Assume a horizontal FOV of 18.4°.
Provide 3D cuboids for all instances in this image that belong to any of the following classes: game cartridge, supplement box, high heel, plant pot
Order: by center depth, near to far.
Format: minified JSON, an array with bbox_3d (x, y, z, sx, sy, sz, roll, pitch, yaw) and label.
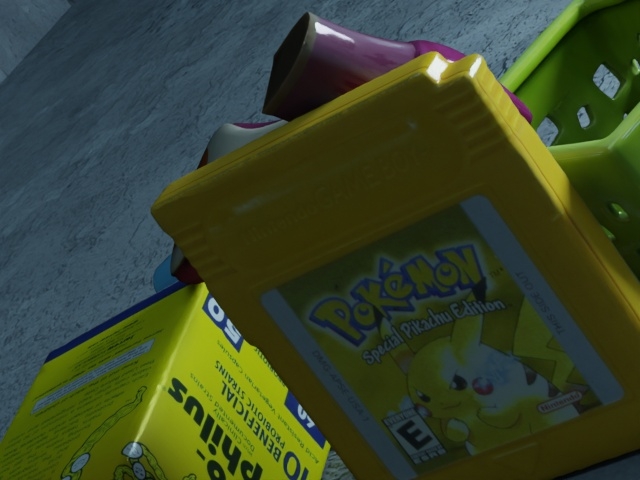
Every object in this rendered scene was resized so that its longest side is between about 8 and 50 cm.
[{"bbox_3d":[0.075,0.044,1.412,0.285,0.324,0.053,-25,22,34],"label":"game cartridge"},{"bbox_3d":[0.258,-0.055,1.485,0.227,0.207,0.228,-47,21,-25],"label":"plant pot"},{"bbox_3d":[0.006,-0.036,1.527,0.377,0.181,0.127,134,153,-60],"label":"high heel"},{"bbox_3d":[-0.145,0.220,1.605,0.195,0.194,0.356,-29,22,27],"label":"supplement box"}]

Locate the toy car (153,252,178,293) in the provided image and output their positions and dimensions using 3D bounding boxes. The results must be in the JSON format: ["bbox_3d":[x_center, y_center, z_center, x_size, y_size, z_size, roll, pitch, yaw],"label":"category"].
[{"bbox_3d":[0.000,0.000,1.865,0.219,0.210,0.238,-43,4,24],"label":"toy car"}]
